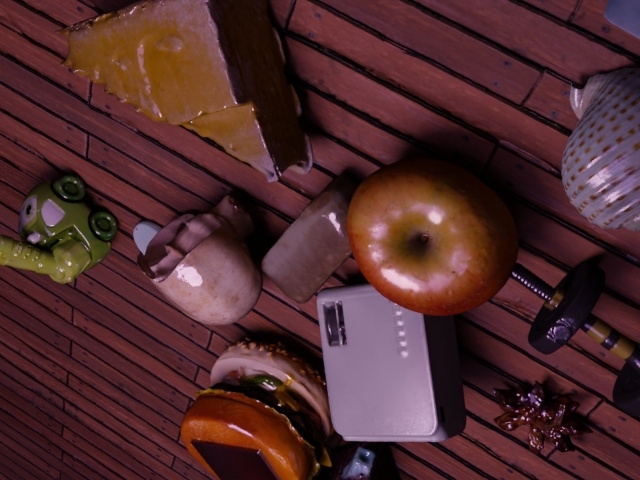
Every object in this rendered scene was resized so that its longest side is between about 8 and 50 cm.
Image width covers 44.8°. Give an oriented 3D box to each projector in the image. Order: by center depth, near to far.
[{"bbox_3d":[0.111,0.187,1.234,0.198,0.108,0.250,-11,85,36],"label":"projector"}]

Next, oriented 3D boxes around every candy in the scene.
[{"bbox_3d":[0.000,0.000,1.233,0.104,0.102,0.234,41,135,0],"label":"candy"}]

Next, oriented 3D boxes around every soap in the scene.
[{"bbox_3d":[-0.210,-0.211,1.164,0.339,0.169,0.304,-5,109,35],"label":"soap"}]

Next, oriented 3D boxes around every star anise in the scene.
[{"bbox_3d":[0.355,0.285,1.258,0.168,0.057,0.167,23,140,21],"label":"star anise"}]

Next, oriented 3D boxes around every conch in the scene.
[{"bbox_3d":[0.362,-0.099,0.919,0.172,0.131,0.200,-30,104,43],"label":"conch"}]

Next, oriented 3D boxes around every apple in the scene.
[{"bbox_3d":[0.154,-0.008,1.078,0.210,0.173,0.234,-39,83,16],"label":"apple"}]

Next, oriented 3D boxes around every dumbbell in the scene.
[{"bbox_3d":[0.395,0.133,1.060,0.326,0.143,0.143,35,133,4],"label":"dumbbell"}]

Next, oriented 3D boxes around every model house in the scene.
[{"bbox_3d":[0.024,0.526,1.455,0.230,0.280,0.248,15,137,7],"label":"model house"}]

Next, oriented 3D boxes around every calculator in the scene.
[{"bbox_3d":[-0.298,0.025,1.489,0.153,0.021,0.095,48,134,-3],"label":"calculator"}]

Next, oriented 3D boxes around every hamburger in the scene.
[{"bbox_3d":[-0.107,0.331,1.455,0.291,0.225,0.290,18,137,18],"label":"hamburger"}]

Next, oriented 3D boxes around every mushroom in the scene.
[{"bbox_3d":[-0.179,0.044,1.324,0.189,0.195,0.254,53,166,-27],"label":"mushroom"}]

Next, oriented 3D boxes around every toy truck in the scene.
[{"bbox_3d":[-0.502,0.000,1.484,0.187,0.210,0.148,37,136,-22],"label":"toy truck"}]

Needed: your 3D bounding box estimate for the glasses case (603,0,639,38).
[{"bbox_3d":[0.390,-0.328,0.787,0.105,0.056,0.266,25,132,13],"label":"glasses case"}]
